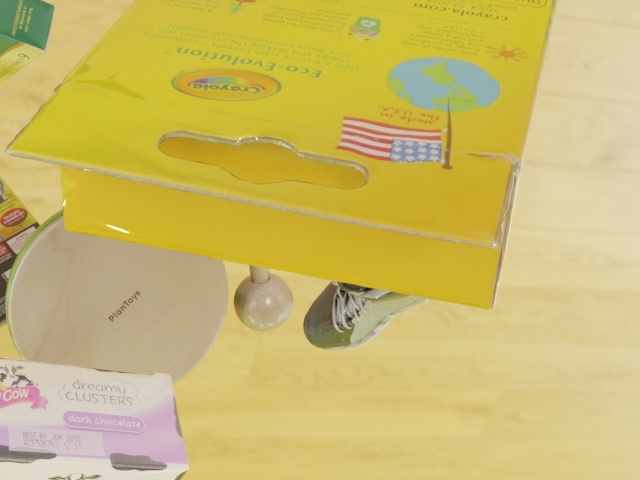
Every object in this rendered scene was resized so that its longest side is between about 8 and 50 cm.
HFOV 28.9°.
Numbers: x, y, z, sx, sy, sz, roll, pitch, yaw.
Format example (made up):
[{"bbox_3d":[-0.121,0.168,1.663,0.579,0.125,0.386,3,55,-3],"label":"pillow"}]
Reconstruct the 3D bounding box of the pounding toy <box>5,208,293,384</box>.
[{"bbox_3d":[-0.157,0.026,1.071,0.237,0.110,0.183,-20,115,-13],"label":"pounding toy"}]

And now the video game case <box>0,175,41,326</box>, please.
[{"bbox_3d":[-0.526,0.017,1.812,0.248,0.275,0.035,51,133,2],"label":"video game case"}]

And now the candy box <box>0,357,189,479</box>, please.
[{"bbox_3d":[-0.196,0.153,0.741,0.165,0.070,0.196,10,135,-31],"label":"candy box"}]

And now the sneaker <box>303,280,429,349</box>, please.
[{"bbox_3d":[0.039,0.049,1.302,0.229,0.086,0.132,-32,158,33],"label":"sneaker"}]

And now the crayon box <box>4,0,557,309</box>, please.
[{"bbox_3d":[0.005,-0.075,0.609,0.202,0.318,0.081,11,125,10],"label":"crayon box"}]

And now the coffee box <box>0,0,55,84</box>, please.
[{"bbox_3d":[-0.285,-0.157,0.835,0.184,0.040,0.113,19,159,-33],"label":"coffee box"}]
